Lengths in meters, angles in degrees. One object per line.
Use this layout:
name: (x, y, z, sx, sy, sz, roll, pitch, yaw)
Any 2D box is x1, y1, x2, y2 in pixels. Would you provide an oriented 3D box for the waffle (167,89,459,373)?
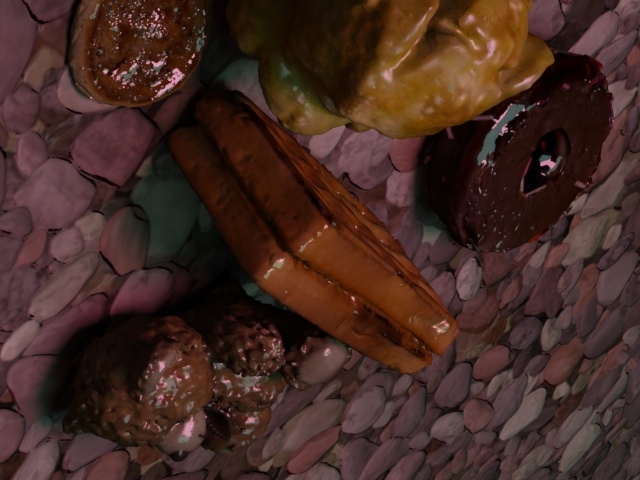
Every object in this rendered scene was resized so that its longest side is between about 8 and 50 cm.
waffle: (0.000, 0.000, 1.551, 0.098, 0.224, 0.328, -40, 145, 8)

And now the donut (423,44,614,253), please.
donut: (0.228, -0.107, 1.825, 0.270, 0.103, 0.269, -32, 144, -27)

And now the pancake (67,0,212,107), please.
pancake: (-0.153, -0.184, 1.377, 0.158, 0.028, 0.158, -27, 137, -29)

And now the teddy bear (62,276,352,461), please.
teddy bear: (-0.131, 0.137, 1.595, 0.256, 0.156, 0.267, -19, 165, -44)

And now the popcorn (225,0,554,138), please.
popcorn: (0.053, -0.199, 1.389, 0.276, 0.276, 0.225, -36, 113, -20)
